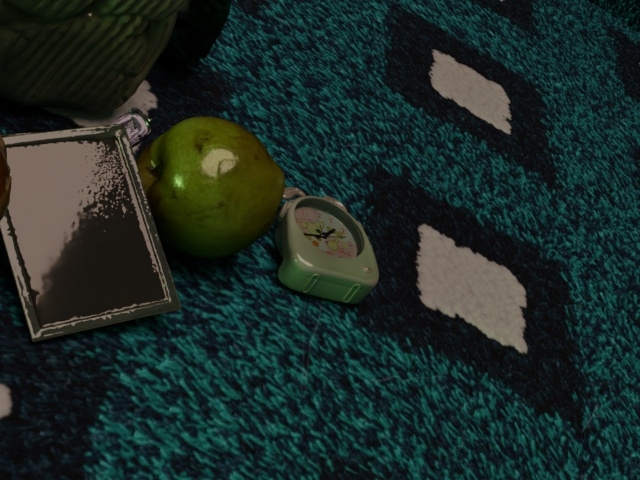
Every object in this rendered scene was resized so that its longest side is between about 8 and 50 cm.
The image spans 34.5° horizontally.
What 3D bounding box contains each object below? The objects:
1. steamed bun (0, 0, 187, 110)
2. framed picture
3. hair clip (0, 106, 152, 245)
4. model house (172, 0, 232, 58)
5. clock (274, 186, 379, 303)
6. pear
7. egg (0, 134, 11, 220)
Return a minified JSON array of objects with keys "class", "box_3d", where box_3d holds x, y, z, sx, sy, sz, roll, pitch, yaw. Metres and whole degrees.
[{"class":"steamed bun","box_3d":[-0.362,-0.357,1.381,0.368,0.342,0.255,15,40,-52]},{"class":"framed picture","box_3d":[-0.289,-0.015,1.235,0.197,0.014,0.252,-11,78,-36]},{"class":"hair clip","box_3d":[-0.324,-0.070,1.301,0.137,0.090,0.278,52,52,-3]},{"class":"model house","box_3d":[-0.274,-0.437,1.606,0.249,0.280,0.230,5,79,-15]},{"class":"clock","box_3d":[0.000,0.000,1.520,0.151,0.062,0.191,15,40,-28]},{"class":"pear","box_3d":[-0.152,-0.069,1.365,0.200,0.200,0.200,23,37,-19]},{"class":"egg","box_3d":[-0.434,-0.053,1.092,0.195,0.195,0.233,32,54,-7]}]
